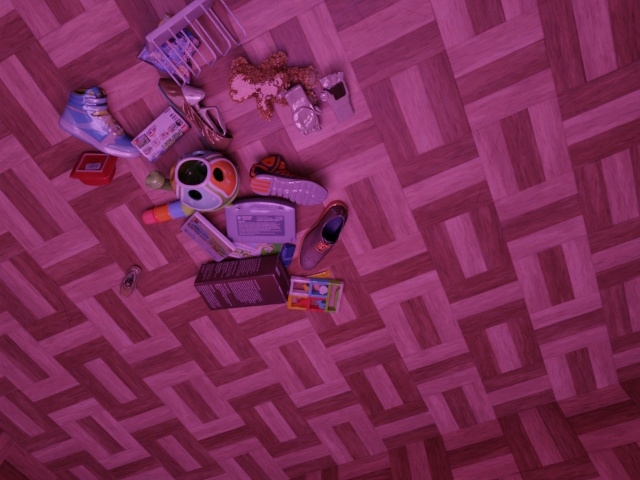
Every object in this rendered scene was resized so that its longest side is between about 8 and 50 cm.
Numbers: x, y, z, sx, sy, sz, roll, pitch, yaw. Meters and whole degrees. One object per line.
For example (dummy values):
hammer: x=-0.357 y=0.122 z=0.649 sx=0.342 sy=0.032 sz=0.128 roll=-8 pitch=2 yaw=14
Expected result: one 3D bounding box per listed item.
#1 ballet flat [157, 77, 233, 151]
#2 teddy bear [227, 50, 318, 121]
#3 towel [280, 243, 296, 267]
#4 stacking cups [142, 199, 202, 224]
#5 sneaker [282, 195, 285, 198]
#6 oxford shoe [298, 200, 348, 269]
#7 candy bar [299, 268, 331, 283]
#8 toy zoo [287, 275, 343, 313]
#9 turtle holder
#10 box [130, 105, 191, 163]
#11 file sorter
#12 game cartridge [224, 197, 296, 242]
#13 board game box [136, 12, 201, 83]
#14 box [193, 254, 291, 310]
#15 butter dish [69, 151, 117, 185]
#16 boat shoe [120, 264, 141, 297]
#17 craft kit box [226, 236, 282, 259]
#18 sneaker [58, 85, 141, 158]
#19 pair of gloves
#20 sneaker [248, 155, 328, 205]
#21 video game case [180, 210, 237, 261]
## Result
ballet flat: x=-0.452 y=-0.489 z=1.670 sx=0.124 sy=0.116 sz=0.342 roll=-24 pitch=118 yaw=26
teddy bear: x=-0.171 y=-0.576 z=1.646 sx=0.339 sy=0.113 sz=0.244 roll=-12 pitch=125 yaw=-2
towel: x=-0.153 y=0.072 z=2.008 sx=0.067 sy=0.029 sz=0.119 roll=-4 pitch=124 yaw=-39
stacking cups: x=-0.603 y=-0.126 z=1.884 sx=0.317 sy=0.096 sz=0.095 roll=-16 pitch=117 yaw=10
sneaker: x=-0.106 y=-0.208 z=1.868 sx=0.119 sy=0.047 sz=0.057 roll=-36 pitch=124 yaw=19
oxford shoe: x=0.000 y=0.000 z=1.923 sx=0.130 sy=0.132 sz=0.363 roll=23 pitch=116 yaw=-12
candy bar: x=-0.030 y=0.172 z=2.080 sx=0.162 sy=0.018 sz=0.040 roll=-15 pitch=118 yaw=9
toy zoo: x=-0.048 y=0.258 z=2.106 sx=0.294 sy=0.030 sz=0.192 roll=6 pitch=126 yaw=-2
turtle holder: x=-0.480 y=-0.248 z=1.705 sx=0.321 sy=0.227 sz=0.243 roll=27 pitch=89 yaw=7
box: x=-0.619 y=-0.410 z=1.721 sx=0.207 sy=0.036 sz=0.114 roll=-44 pitch=111 yaw=-4
file sorter: x=-0.415 y=-0.666 z=1.478 sx=0.278 sy=0.193 sz=0.173 roll=-41 pitch=111 yaw=-9
game cartridge: x=-0.250 y=-0.083 z=1.869 sx=0.295 sy=0.060 sz=0.195 roll=1 pitch=122 yaw=0
board game box: x=-0.526 y=-0.677 z=1.607 sx=0.194 sy=0.060 sz=0.194 roll=38 pitch=109 yaw=-21
box: x=-0.344 y=0.190 z=1.979 sx=0.382 sy=0.143 sz=0.191 roll=-6 pitch=132 yaw=14
butter dish: x=-0.900 y=-0.275 z=1.795 sx=0.160 sy=0.159 sz=0.118 roll=1 pitch=141 yaw=0
boat shoe: x=-0.902 y=0.203 z=2.074 sx=0.068 sy=0.072 sz=0.189 roll=23 pitch=116 yaw=-11
craft kit box: x=-0.286 y=-0.019 z=1.962 sx=0.250 sy=0.061 sz=0.246 roll=15 pitch=120 yaw=-7
sneaker: x=-0.821 y=-0.460 z=1.690 sx=0.319 sy=0.127 sz=0.208 roll=25 pitch=117 yaw=-13
pair of gloves: x=0.001 y=-0.504 z=1.651 sx=0.240 sy=0.042 sz=0.204 roll=-24 pitch=132 yaw=-2
sneaker: x=-0.125 y=-0.254 z=1.771 sx=0.322 sy=0.180 sz=0.124 roll=13 pitch=131 yaw=-21
video game case: x=-0.484 y=-0.011 z=1.906 sx=0.227 sy=0.026 sz=0.206 roll=45 pitch=146 yaw=-13
